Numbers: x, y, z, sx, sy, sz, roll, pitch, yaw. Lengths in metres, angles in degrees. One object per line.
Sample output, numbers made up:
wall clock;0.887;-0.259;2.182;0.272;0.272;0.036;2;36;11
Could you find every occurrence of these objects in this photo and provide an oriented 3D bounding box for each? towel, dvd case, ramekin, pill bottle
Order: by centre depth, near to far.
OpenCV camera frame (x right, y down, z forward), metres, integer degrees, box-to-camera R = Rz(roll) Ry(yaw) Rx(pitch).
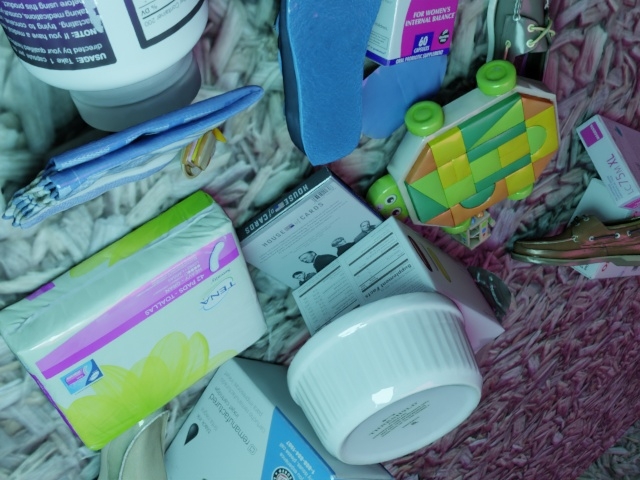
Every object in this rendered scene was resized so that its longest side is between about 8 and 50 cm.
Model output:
pill bottle;-0.202;-0.255;0.639;0.181;0.181;0.323;-34;139;-20
towel;-0.193;-0.076;0.751;0.209;0.285;0.034;-28;98;-28
ramekin;0.098;0.201;1.057;0.273;0.127;0.273;-17;145;-12
dvd case;0.000;0.000;1.122;0.179;0.029;0.239;-36;144;14

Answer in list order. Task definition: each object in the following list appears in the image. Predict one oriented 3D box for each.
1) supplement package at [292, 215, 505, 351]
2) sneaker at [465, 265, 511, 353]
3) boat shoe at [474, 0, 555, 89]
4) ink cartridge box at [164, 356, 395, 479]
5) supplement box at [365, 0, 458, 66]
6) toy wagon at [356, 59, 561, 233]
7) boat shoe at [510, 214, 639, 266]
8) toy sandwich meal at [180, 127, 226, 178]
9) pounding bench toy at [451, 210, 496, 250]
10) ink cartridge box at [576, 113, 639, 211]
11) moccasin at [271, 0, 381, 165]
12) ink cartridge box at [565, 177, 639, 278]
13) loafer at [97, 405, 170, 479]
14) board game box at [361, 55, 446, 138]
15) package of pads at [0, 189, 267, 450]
supplement package;0.128;0.113;1.201;0.204;0.145;0.262;-38;145;18
sneaker;0.202;0.216;1.445;0.410;0.158;0.182;-50;176;12
boat shoe;0.312;-0.304;1.180;0.109;0.091;0.305;-23;134;-31
ink cartridge box;-0.120;0.425;1.183;0.166;0.285;0.395;22;103;-49
supplement box;0.100;-0.339;0.927;0.111;0.114;0.220;-20;131;-32
toy wagon;0.204;-0.110;1.175;0.344;0.068;0.267;-30;140;0
boat shoe;0.545;-0.006;1.577;0.307;0.111;0.104;-1;101;-3
toy sandwich meal;-0.139;-0.108;0.916;0.085;0.029;0.085;20;90;-77
pounding bench toy;0.285;-0.038;1.400;0.083;0.052;0.065;-34;138;-21
ink cartridge box;0.652;-0.145;1.573;0.311;0.185;0.065;3;149;-45
moccasin;-0.014;-0.247;0.891;0.138;0.117;0.342;-12;133;-23
ink cartridge box;0.684;-0.027;1.750;0.278;0.117;0.201;0;120;-44
loafer;-0.262;0.331;1.106;0.102;0.092;0.268;-34;151;-57
board game box;0.106;-0.224;1.091;0.169;0.033;0.133;-41;146;-4
package of pads;-0.220;0.107;0.978;0.296;0.101;0.229;-34;138;-20
